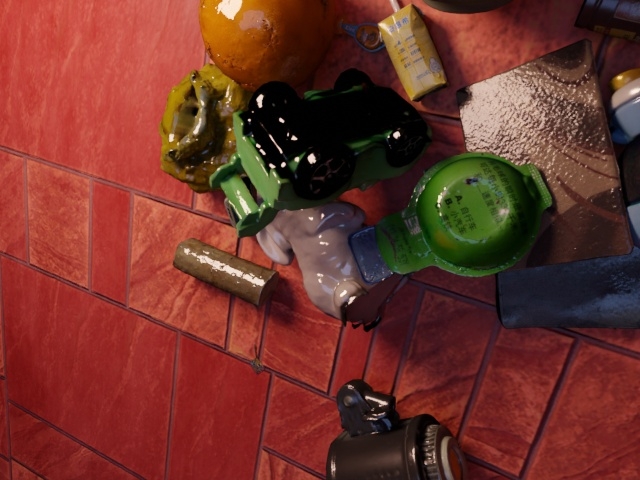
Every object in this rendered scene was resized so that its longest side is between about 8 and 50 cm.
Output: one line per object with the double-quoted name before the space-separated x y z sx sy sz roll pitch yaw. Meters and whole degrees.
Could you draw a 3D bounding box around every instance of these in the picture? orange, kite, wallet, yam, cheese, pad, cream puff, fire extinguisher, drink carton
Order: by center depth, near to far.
"fire extinguisher" 0.498 -0.312 0.654 0.252 0.106 0.075 24 78 16
"pad" 0.339 -0.124 0.753 0.220 0.004 0.330 -14 80 40
"cheese" 0.201 -0.027 0.765 0.320 0.083 0.204 -23 76 13
"wallet" 0.488 0.060 0.791 0.379 0.046 0.191 -4 103 24
"drink carton" 0.153 -0.346 0.822 0.084 0.074 0.200 -23 94 27
"orange" -0.092 -0.382 0.838 0.240 0.240 0.240 6 106 23
"cheese" 0.073 -0.385 0.880 0.111 0.017 0.047 30 111 15
"cream puff" -0.230 -0.223 0.969 0.281 0.185 0.282 6 108 20
"yam" -0.222 0.069 1.095 0.259 0.093 0.093 21 111 19
"kite" -0.163 0.295 1.176 0.044 0.002 0.078 -19 96 28

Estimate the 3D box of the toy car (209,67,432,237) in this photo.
"toy car" 0.002 -0.154 0.805 0.213 0.358 0.176 54 150 32

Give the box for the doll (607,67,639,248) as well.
"doll" 0.507 -0.102 0.678 0.177 0.141 0.314 -18 78 40

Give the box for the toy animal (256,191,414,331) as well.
"toy animal" 0.000 0.000 0.941 0.357 0.194 0.258 45 142 25

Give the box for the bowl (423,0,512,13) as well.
"bowl" 0.217 -0.452 0.664 0.353 0.354 0.185 13 152 21

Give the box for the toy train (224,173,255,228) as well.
"toy train" -0.164 -0.079 0.966 0.051 0.234 0.052 39 72 13

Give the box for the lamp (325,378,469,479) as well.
"lamp" 0.158 0.483 0.961 0.272 0.205 0.374 -1 92 29
